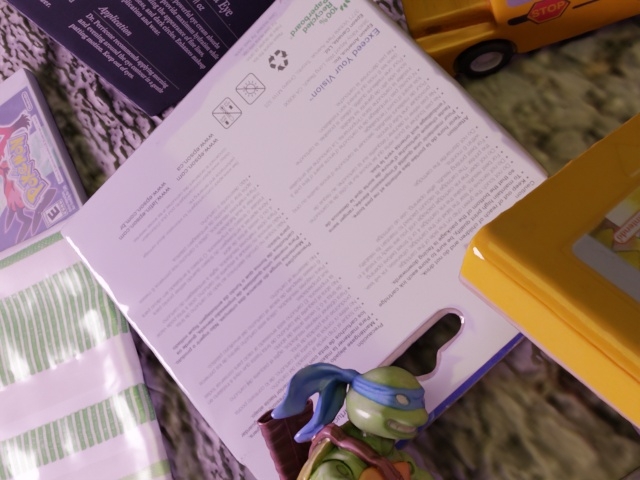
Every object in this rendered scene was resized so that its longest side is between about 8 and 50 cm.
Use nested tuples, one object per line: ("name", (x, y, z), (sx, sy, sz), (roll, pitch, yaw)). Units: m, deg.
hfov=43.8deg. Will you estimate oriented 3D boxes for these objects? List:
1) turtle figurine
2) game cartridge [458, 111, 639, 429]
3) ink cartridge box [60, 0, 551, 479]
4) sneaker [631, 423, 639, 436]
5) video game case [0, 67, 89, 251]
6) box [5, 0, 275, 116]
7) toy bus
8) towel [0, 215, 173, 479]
("turtle figurine", (0.060, 0.234, 0.496), (0.274, 0.198, 0.266), (22, 100, 0))
("game cartridge", (0.294, 0.039, 0.475), (0.285, 0.053, 0.323), (-33, 59, -31))
("ink cartridge box", (0.000, 0.000, 0.643), (0.324, 0.071, 0.330), (-44, 77, 9))
("sneaker", (0.294, 0.149, 0.474), (0.152, 0.114, 0.305), (-17, 60, 1))
("video game case", (-0.346, -0.058, 0.835), (0.183, 0.023, 0.201), (-34, 66, 8))
("box", (-0.126, -0.314, 0.657), (0.312, 0.343, 0.179), (-28, 66, 9))
("toy bus", (0.222, -0.241, 0.624), (0.332, 0.130, 0.108), (-16, 69, 15))
("towel", (-0.268, 0.164, 0.719), (0.248, 0.038, 0.325), (-24, 71, 11))
